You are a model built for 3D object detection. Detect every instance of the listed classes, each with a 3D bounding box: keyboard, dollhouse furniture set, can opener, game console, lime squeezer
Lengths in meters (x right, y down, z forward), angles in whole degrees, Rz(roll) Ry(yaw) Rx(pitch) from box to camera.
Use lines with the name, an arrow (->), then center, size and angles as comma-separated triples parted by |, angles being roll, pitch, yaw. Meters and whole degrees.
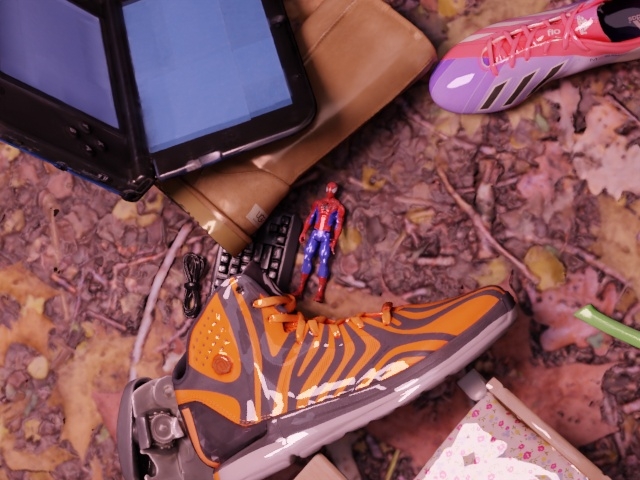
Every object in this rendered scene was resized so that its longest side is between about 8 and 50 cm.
keyboard -> -0.088, 0.052, 1.234 | 0.108, 0.023, 0.180 | 12, 85, 14
dollhouse furniture set -> 0.169, 0.191, 0.995 | 0.355, 0.174, 0.303 | 40, 89, 27
can opener -> -0.133, 0.267, 1.203 | 0.095, 0.076, 0.283 | -18, 80, 55
game console -> -0.172, -0.199, 1.151 | 0.173, 0.250, 0.293 | -42, 43, 25
lime squeezer -> 0.350, 0.167, 1.108 | 0.110, 0.059, 0.310 | -32, 78, 6

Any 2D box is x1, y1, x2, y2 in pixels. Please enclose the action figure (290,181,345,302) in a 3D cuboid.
action figure -> 0.000, 0.000, 1.220 | 0.038, 0.030, 0.115 | 11, 83, 18

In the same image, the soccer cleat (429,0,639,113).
soccer cleat -> 0.215, -0.181, 1.160 | 0.248, 0.095, 0.083 | -15, 80, 10

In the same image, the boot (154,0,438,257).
boot -> -0.059, -0.144, 1.225 | 0.236, 0.089, 0.269 | 42, 86, 22

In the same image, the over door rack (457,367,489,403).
over door rack -> 0.153, 0.310, 1.117 | 0.239, 0.108, 0.324 | -40, 63, 3

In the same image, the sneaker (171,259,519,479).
sneaker -> 0.006, 0.081, 1.147 | 0.321, 0.124, 0.180 | -28, 84, 3
